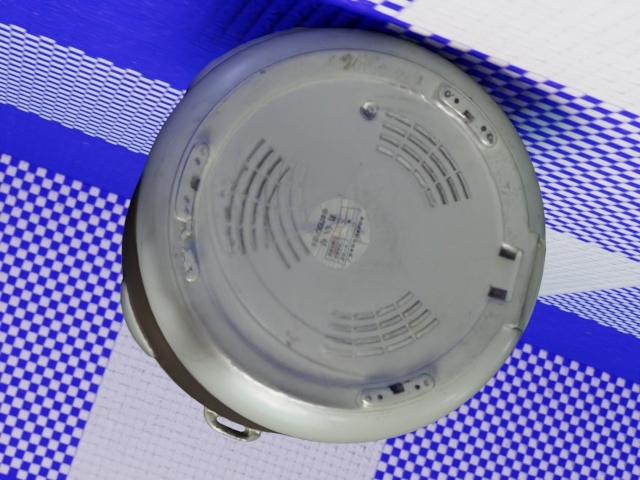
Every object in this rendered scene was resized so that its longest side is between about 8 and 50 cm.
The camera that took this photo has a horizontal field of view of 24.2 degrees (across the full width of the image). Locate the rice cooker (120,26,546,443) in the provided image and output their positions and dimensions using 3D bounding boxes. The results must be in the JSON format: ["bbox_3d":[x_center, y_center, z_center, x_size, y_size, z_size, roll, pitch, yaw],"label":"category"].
[{"bbox_3d":[0.000,0.000,1.216,0.335,0.335,0.325,20,172,-7],"label":"rice cooker"}]
